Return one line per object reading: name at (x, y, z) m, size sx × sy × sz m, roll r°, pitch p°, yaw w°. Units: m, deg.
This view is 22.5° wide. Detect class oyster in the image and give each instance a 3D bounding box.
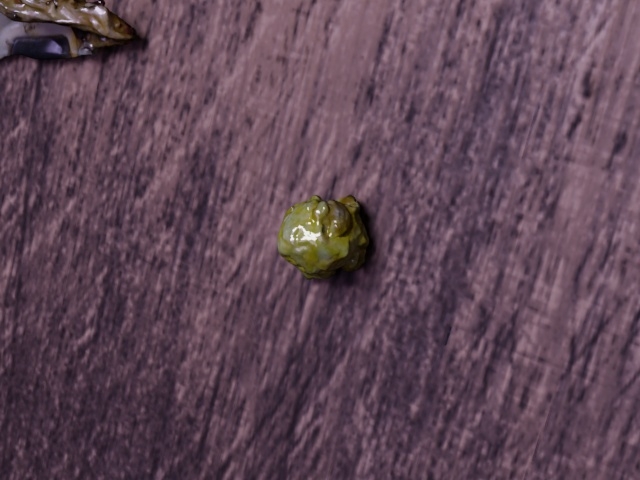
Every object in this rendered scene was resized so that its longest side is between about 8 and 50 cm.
oyster at (-0.296, -0.191, 1.325) m, size 0.345 × 0.128 × 0.078 m, roll 7°, pitch 56°, yaw 27°

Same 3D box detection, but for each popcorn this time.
popcorn at (-0.003, -0.002, 1.162) m, size 0.083 × 0.068 × 0.059 m, roll 132°, pitch 125°, yaw -61°
